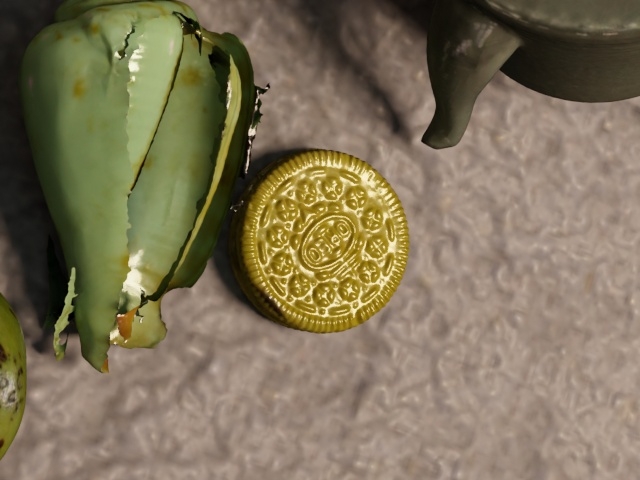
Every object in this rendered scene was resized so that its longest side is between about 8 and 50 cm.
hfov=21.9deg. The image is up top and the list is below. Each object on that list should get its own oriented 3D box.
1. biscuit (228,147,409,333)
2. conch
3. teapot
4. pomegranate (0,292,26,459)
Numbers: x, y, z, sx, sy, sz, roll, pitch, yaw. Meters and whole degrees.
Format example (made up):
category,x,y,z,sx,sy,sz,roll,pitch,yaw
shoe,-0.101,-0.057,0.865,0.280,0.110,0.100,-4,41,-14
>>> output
category,x,y,z,sx,sy,sz,roll,pitch,yaw
biscuit,0.000,0.000,0.741,0.084,0.023,0.084,1,88,-22
conch,-0.072,-0.030,0.692,0.105,0.079,0.170,-4,105,-16
teapot,0.131,-0.136,0.738,0.162,0.149,0.239,41,79,20
pomegranate,-0.164,0.035,0.618,0.114,0.114,0.142,4,118,-21
